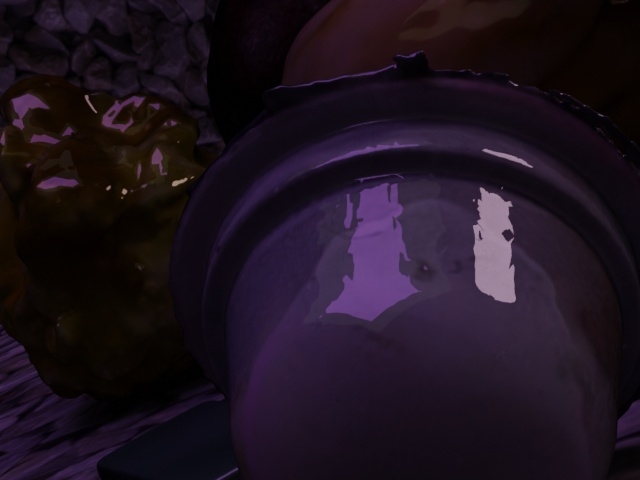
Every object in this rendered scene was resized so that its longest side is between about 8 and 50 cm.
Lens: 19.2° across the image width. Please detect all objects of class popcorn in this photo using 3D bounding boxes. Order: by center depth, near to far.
[{"bbox_3d":[-0.155,-0.011,1.382,0.206,0.251,0.237,-33,5,-12],"label":"popcorn"}]

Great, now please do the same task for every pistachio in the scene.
[{"bbox_3d":[0.103,-0.087,1.138,0.230,0.230,0.309,-30,6,-34],"label":"pistachio"}]

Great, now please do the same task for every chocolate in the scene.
[{"bbox_3d":[0.032,0.058,0.686,0.221,0.221,0.147,-21,34,27],"label":"chocolate"}]

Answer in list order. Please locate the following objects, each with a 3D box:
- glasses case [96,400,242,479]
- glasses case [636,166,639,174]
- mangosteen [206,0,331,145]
[{"bbox_3d":[-0.050,0.116,0.941,0.078,0.039,0.184,-28,8,-20],"label":"glasses case"},{"bbox_3d":[0.225,-0.019,0.865,0.113,0.075,0.297,-25,8,-21],"label":"glasses case"},{"bbox_3d":[0.064,-0.140,1.431,0.297,0.297,0.293,-27,7,-20],"label":"mangosteen"}]
